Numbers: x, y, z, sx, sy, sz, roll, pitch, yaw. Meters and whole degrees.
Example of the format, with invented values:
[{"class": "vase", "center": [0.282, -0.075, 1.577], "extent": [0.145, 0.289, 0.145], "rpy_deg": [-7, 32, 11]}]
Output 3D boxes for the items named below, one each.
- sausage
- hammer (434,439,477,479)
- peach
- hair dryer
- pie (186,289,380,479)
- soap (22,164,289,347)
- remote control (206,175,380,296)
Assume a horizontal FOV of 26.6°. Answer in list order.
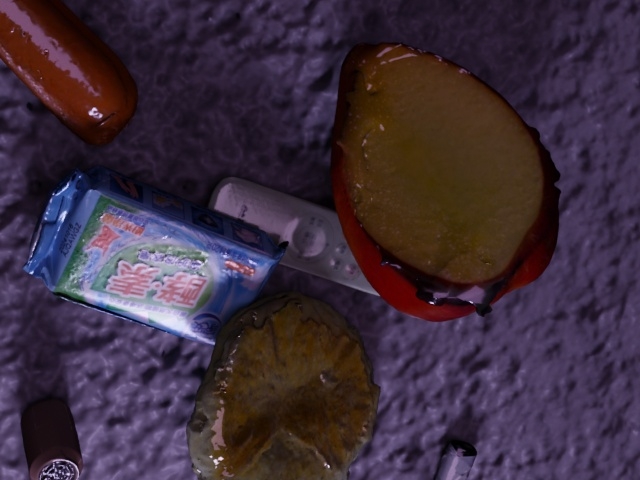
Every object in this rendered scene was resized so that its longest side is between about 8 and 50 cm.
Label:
[{"class": "sausage", "center": [-0.330, -0.241, 1.512], "extent": [0.102, 0.102, 0.330], "rpy_deg": [-45, 109, -6]}, {"class": "hammer", "center": [0.114, 0.466, 1.797], "extent": [0.152, 0.044, 0.427], "rpy_deg": [26, 89, -19]}, {"class": "peach", "center": [0.127, -0.061, 1.623], "extent": [0.258, 0.201, 0.361], "rpy_deg": [-29, 75, -14]}, {"class": "hair dryer", "center": [-0.323, 0.292, 1.605], "extent": [0.064, 0.117, 0.181], "rpy_deg": [0, 119, -19]}, {"class": "pie", "center": [-0.045, 0.202, 1.626], "extent": [0.306, 0.071, 0.306], "rpy_deg": [2, 87, -48]}, {"class": "soap", "center": [-0.192, 0.022, 1.585], "extent": [0.293, 0.077, 0.156], "rpy_deg": [20, 114, -19]}, {"class": "remote control", "center": [0.000, 0.001, 1.684], "extent": [0.309, 0.038, 0.090], "rpy_deg": [19, 93, -20]}]
